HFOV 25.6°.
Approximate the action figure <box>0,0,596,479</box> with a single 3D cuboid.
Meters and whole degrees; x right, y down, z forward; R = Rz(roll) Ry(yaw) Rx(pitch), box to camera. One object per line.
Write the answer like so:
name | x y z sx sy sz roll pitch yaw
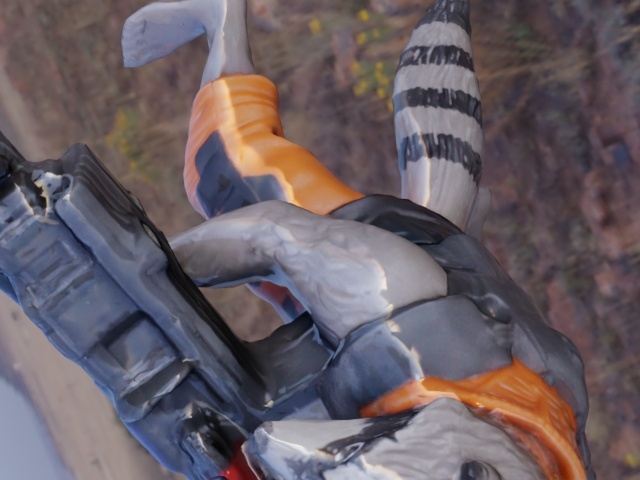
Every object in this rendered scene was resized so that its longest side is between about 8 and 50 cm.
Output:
action figure | 0.000 0.000 0.515 0.341 0.179 0.330 50 -166 -32
